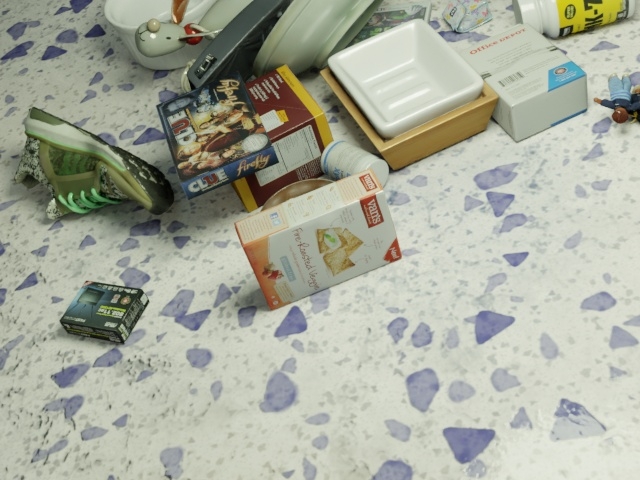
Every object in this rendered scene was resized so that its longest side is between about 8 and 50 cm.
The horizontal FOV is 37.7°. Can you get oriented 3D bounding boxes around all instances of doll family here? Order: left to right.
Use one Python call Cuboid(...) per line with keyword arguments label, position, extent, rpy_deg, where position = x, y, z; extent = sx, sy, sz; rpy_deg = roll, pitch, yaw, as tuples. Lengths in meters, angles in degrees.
Cuboid(label="doll family", position=(0.559, -0.231, 1.568), extent=(0.193, 0.076, 0.111), rpy_deg=(-4, 50, 23))

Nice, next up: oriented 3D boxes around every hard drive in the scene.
Cuboid(label="hard drive", position=(-0.155, -0.361, 1.798), extent=(0.054, 0.172, 0.254), rpy_deg=(39, 78, 9))

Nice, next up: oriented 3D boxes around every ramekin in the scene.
Cuboid(label="ramekin", position=(-0.330, -0.506, 2.106), extent=(0.277, 0.135, 0.277), rpy_deg=(-11, 45, 11))

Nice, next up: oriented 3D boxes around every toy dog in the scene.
Cuboid(label="toy dog", position=(-0.201, -0.465, 1.902), extent=(0.220, 0.161, 0.334), rpy_deg=(44, 67, 14))

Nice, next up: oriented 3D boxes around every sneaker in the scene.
Cuboid(label="sneaker", position=(-0.441, -0.105, 1.789), extent=(0.410, 0.158, 0.182), rpy_deg=(27, 92, 35))

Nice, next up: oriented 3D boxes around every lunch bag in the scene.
Cuboid(label="lunch bag", position=(0.294, -0.463, 1.901), extent=(0.083, 0.053, 0.071), rpy_deg=(-29, 42, 4))

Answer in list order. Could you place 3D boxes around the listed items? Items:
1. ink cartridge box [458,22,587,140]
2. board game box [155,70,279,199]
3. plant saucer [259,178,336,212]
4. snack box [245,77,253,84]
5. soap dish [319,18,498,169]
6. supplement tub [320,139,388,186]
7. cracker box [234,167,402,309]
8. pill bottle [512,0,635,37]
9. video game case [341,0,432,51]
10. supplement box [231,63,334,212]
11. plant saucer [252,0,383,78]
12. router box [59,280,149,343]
Cuboid(label="ink cartridge box", position=(0.359, -0.287, 1.679), extent=(0.148, 0.086, 0.203), rpy_deg=(-24, 43, -5))
Cuboid(label="board game box", position=(-0.183, -0.186, 1.619), extent=(0.165, 0.042, 0.243), rpy_deg=(-23, 44, -2))
Cuboid(label="plant saucer", position=(-0.024, -0.039, 1.615), extent=(0.169, 0.029, 0.168), rpy_deg=(-10, 45, 11))
Cuboid(label="snack box", position=(-0.171, -0.280, 1.897), extent=(0.100, 0.037, 0.141), rpy_deg=(-22, 42, -5))
Cuboid(label="soap dish", position=(0.157, -0.266, 1.709), extent=(0.229, 0.118, 0.291), rpy_deg=(-25, 44, -5))
Cuboid(label="supplement tub", position=(0.059, -0.128, 1.643), extent=(0.071, 0.071, 0.107), rpy_deg=(-41, 47, -20))
Cuboid(label="cracker box", position=(0.000, 0.000, 1.476), extent=(0.232, 0.155, 0.067), rpy_deg=(-23, 44, -2))
Cuboid(label="pill bottle", position=(0.476, -0.454, 1.778), extent=(0.209, 0.119, 0.119), rpy_deg=(-15, 44, 6))
Cuboid(label="video game case", position=(0.135, -0.429, 1.945), extent=(0.173, 0.022, 0.190), rpy_deg=(-2, 47, 18))
Cuboid(label="supplement box", position=(-0.097, -0.190, 1.716), extent=(0.194, 0.129, 0.191), rpy_deg=(-27, 44, -7))
Cuboid(label="plant saucer", position=(0.033, -0.445, 1.824), extent=(0.100, 0.400, 0.400), rpy_deg=(41, 63, -2))
Cuboid(label="router box", position=(-0.362, 0.119, 1.573), extent=(0.123, 0.038, 0.092), rpy_deg=(6, 50, 25))
